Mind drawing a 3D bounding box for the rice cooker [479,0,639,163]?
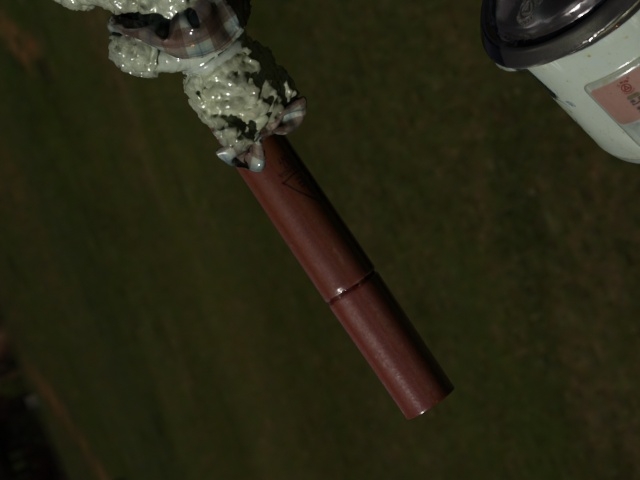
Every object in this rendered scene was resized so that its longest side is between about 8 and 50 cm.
[{"bbox_3d":[0.313,-0.239,1.887,0.316,0.317,0.264,79,-161,-49],"label":"rice cooker"}]

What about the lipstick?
[{"bbox_3d":[0.000,0.000,1.658,0.356,0.057,0.057,57,171,-3],"label":"lipstick"}]

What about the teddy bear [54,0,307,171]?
[{"bbox_3d":[-0.087,-0.158,1.361,0.213,0.133,0.111,48,153,1],"label":"teddy bear"}]
